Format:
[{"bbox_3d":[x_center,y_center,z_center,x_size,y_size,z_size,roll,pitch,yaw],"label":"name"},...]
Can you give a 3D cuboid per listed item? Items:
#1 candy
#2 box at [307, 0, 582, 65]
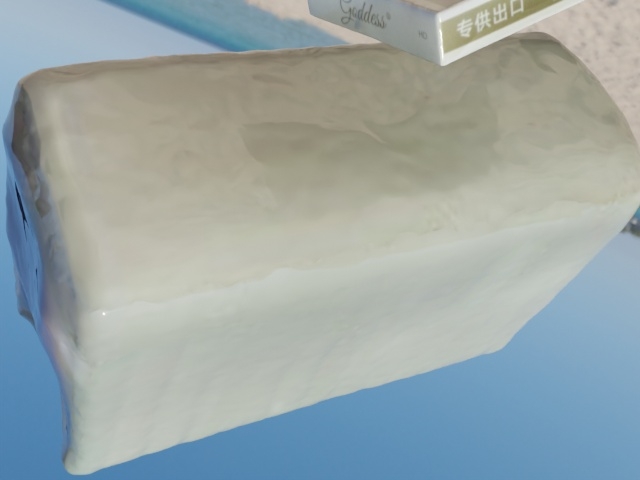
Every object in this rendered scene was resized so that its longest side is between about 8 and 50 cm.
[{"bbox_3d":[0.001,0.000,0.511,0.358,0.208,0.145,-10,-123,-28],"label":"candy"},{"bbox_3d":[0.101,-0.144,0.409,0.198,0.029,0.109,-28,-143,-20],"label":"box"}]
